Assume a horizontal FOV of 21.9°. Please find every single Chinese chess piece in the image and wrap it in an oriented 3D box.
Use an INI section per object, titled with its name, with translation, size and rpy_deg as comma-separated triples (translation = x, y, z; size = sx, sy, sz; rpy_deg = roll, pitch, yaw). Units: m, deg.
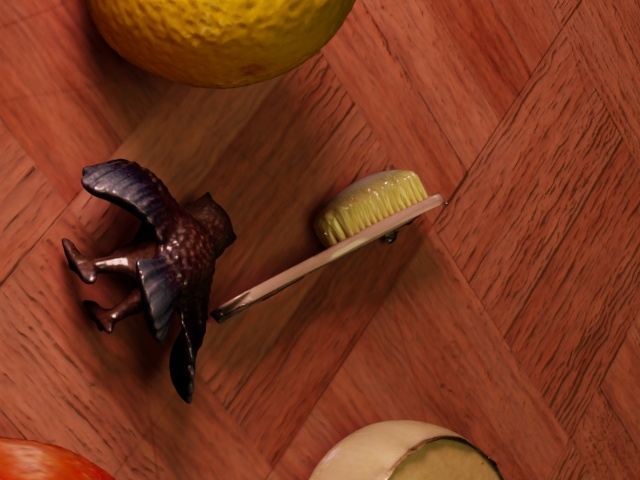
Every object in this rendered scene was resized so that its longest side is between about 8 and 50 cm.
[Chinese chess piece]
translation = 0.082, 0.298, 1.596
size = 0.250, 0.103, 0.249
rpy_deg = 2, 87, -46

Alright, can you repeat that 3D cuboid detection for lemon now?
[lemon]
translation = -0.080, -0.236, 1.352
size = 0.228, 0.253, 0.228
rpy_deg = -17, 113, -45

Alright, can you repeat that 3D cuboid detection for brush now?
[brush]
translation = -0.002, 0.000, 1.563
size = 0.313, 0.072, 0.067
rpy_deg = -28, 82, -42

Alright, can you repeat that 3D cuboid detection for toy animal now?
[toy animal]
translation = -0.119, 0.019, 1.393
size = 0.179, 0.116, 0.218
rpy_deg = -37, 112, -41

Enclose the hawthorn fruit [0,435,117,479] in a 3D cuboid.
[hawthorn fruit]
translation = -0.209, 0.282, 1.122
size = 0.285, 0.369, 0.284
rpy_deg = -1, 92, -27
